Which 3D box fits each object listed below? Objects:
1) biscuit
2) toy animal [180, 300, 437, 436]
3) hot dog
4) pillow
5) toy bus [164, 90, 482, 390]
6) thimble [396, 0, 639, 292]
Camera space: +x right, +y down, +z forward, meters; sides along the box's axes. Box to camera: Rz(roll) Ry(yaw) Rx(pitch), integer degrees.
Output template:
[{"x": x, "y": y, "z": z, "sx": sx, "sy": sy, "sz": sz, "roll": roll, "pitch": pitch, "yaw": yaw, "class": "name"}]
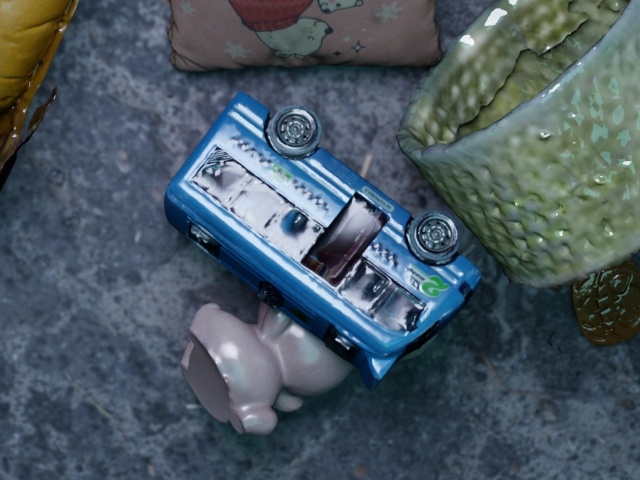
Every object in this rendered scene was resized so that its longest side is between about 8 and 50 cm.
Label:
[{"x": 0.268, "y": 0.052, "z": 1.417, "sx": 0.078, "sy": 0.015, "sz": 0.091, "roll": -21, "pitch": 112, "yaw": -1, "class": "biscuit"}, {"x": -0.010, "y": 0.085, "z": 1.347, "sx": 0.212, "sy": 0.124, "sz": 0.124, "roll": -19, "pitch": 113, "yaw": -21, "class": "toy animal"}, {"x": -0.244, "y": -0.180, "z": 1.157, "sx": 0.107, "sy": 0.194, "sz": 0.326, "roll": 19, "pitch": 93, "yaw": -21, "class": "hot dog"}, {"x": -0.015, "y": -0.223, "z": 1.211, "sx": 0.236, "sy": 0.084, "sz": 0.223, "roll": 1, "pitch": 134, "yaw": -1, "class": "pillow"}, {"x": 0.000, "y": 0.000, "z": 1.249, "sx": 0.246, "sy": 0.113, "sz": 0.134, "roll": 38, "pitch": 75, "yaw": 4, "class": "toy bus"}, {"x": 0.202, "y": -0.107, "z": 1.218, "sx": 0.271, "sy": 0.271, "sz": 0.150, "roll": -41, "pitch": 109, "yaw": 7, "class": "thimble"}]
